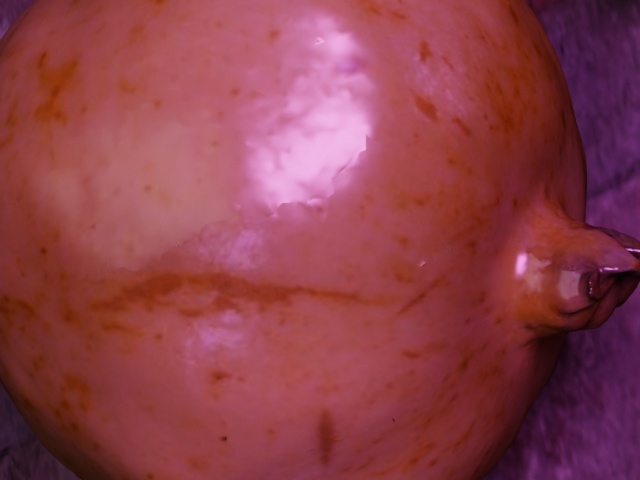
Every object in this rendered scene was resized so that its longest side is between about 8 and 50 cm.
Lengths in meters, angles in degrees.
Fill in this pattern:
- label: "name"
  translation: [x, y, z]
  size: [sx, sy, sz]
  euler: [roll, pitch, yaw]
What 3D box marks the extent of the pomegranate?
- label: "pomegranate"
  translation: [0.000, 0.000, 0.806]
  size: [0.342, 0.343, 0.342]
  euler: [-5, 82, 45]
